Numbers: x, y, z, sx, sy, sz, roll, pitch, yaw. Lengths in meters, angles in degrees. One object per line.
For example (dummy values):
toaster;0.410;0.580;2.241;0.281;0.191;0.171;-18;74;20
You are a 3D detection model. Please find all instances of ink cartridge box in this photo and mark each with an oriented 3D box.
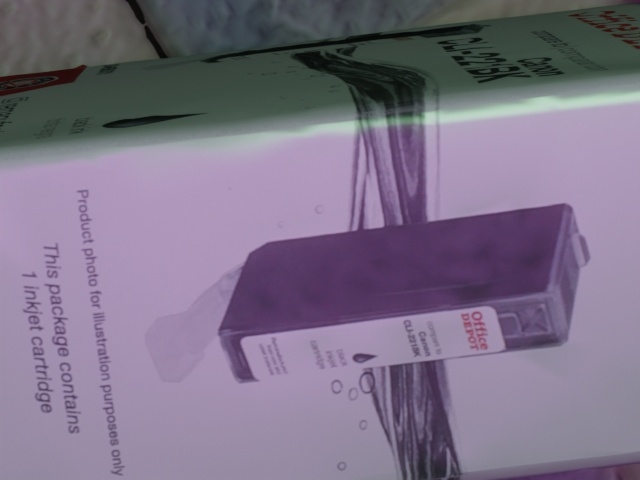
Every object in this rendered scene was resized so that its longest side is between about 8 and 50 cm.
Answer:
ink cartridge box;0.000;0.000;0.585;0.273;0.197;0.114;-6;102;-2
